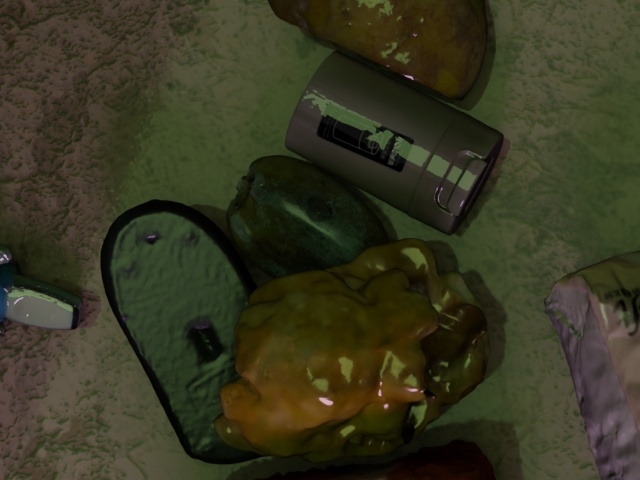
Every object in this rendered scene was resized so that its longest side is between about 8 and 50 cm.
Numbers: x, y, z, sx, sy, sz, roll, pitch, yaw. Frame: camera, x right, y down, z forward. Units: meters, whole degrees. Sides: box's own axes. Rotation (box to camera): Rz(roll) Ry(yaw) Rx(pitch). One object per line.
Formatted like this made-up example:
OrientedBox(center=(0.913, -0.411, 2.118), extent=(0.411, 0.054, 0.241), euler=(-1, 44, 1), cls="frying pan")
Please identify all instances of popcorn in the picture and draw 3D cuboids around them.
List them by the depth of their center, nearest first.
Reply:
OrientedBox(center=(0.028, 0.111, 1.791), extent=(0.254, 0.190, 0.191), euler=(-6, 49, 1), cls="popcorn")

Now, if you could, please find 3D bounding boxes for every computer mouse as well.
OrientedBox(center=(-0.114, 0.084, 1.901), extent=(0.138, 0.086, 0.269), euler=(-28, 96, 1), cls="computer mouse")

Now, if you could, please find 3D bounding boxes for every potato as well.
OrientedBox(center=(0.041, -0.250, 1.853), extent=(0.176, 0.141, 0.298), euler=(-41, 83, 15), cls="potato")

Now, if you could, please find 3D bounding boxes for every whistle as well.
OrientedBox(center=(-0.346, 0.041, 1.946), extent=(0.236, 0.077, 0.114), euler=(13, 121, 3), cls="whistle")

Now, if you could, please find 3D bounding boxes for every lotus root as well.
OrientedBox(center=(0.000, 0.000, 1.884), extent=(0.192, 0.088, 0.113), euler=(35, 108, 1), cls="lotus root")

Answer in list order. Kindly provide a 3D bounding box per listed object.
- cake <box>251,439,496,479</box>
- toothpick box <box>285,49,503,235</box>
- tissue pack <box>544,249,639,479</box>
OrientedBox(center=(0.016, 0.334, 1.786), extent=(0.320, 0.270, 0.269), euler=(-8, 87, 8), cls="cake")
OrientedBox(center=(0.071, -0.091, 1.862), extent=(0.181, 0.111, 0.111), euler=(28, 94, 9), cls="toothpick box")
OrientedBox(center=(0.417, 0.147, 1.772), extent=(0.376, 0.195, 0.390), euler=(-19, 84, -12), cls="tissue pack")
